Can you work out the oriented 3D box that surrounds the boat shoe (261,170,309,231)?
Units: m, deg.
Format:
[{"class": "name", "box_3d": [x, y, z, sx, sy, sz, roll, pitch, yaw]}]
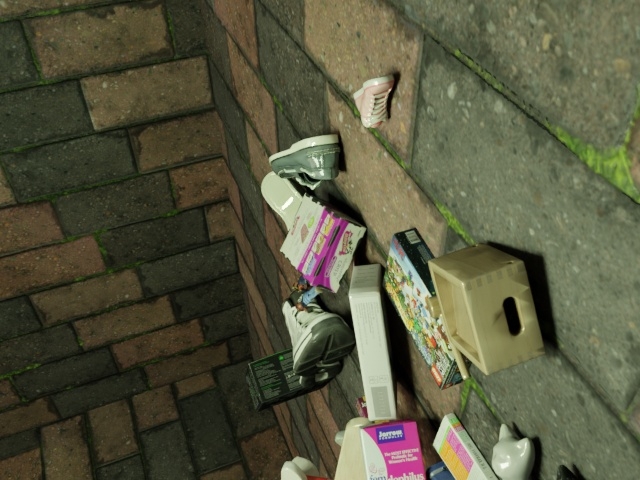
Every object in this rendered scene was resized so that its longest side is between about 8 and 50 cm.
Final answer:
[{"class": "boat shoe", "box_3d": [-0.038, -0.048, 1.588, 0.305, 0.109, 0.091, 57, -159, 19]}]

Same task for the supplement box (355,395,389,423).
[{"class": "supplement box", "box_3d": [0.128, 0.429, 1.552, 0.043, 0.055, 0.083, 99, 150, -54]}]

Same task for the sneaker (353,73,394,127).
[{"class": "sneaker", "box_3d": [0.095, -0.227, 1.027, 0.134, 0.051, 0.070, 174, 78, -78]}]

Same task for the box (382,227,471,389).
[{"class": "box", "box_3d": [0.183, 0.116, 1.068, 0.159, 0.044, 0.233, 94, 155, -51]}]

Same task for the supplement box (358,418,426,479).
[{"class": "supplement box", "box_3d": [0.144, 0.464, 1.203, 0.114, 0.111, 0.219, 81, 180, -75]}]

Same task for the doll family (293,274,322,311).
[{"class": "doll family", "box_3d": [-0.030, 0.103, 1.634, 0.111, 0.076, 0.193, -43, 15, 38]}]

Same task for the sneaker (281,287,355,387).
[{"class": "sneaker", "box_3d": [-0.041, 0.234, 1.730, 0.447, 0.169, 0.257, 101, 147, -63]}]

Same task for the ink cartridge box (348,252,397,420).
[{"class": "ink cartridge box", "box_3d": [0.116, 0.186, 1.339, 0.261, 0.066, 0.296, -77, -21, -67]}]

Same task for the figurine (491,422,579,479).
[{"class": "figurine", "box_3d": [0.306, 0.382, 0.860, 0.215, 0.093, 0.209, -152, 55, -70]}]

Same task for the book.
[{"class": "book", "box_3d": [0.258, 0.393, 1.110, 0.144, 0.035, 0.096, -122, 25, -44]}]

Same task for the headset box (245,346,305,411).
[{"class": "headset box", "box_3d": [-0.106, 0.444, 2.027, 0.283, 0.247, 0.131, 111, 140, -67]}]

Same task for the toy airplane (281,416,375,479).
[{"class": "toy airplane", "box_3d": [0.094, 0.589, 1.426, 0.386, 0.272, 0.384, -34, 91, 45]}]

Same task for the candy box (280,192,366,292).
[{"class": "candy box", "box_3d": [0.000, 0.000, 1.404, 0.159, 0.071, 0.233, -65, 26, 9]}]

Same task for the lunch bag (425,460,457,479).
[{"class": "lunch bag", "box_3d": [0.236, 0.460, 1.183, 0.065, 0.067, 0.098, -126, 25, -51]}]

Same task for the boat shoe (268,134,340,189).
[{"class": "boat shoe", "box_3d": [-0.038, -0.164, 1.429, 0.319, 0.116, 0.098, 170, 88, -69]}]

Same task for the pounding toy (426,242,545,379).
[{"class": "pounding toy", "box_3d": [0.219, 0.100, 0.857, 0.206, 0.094, 0.181, -131, 23, -76]}]
